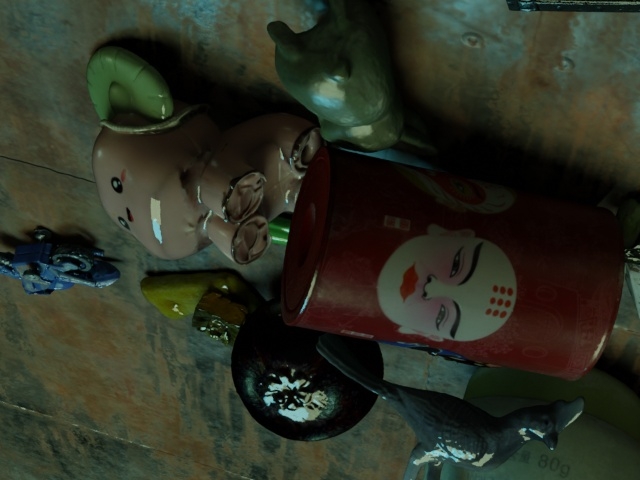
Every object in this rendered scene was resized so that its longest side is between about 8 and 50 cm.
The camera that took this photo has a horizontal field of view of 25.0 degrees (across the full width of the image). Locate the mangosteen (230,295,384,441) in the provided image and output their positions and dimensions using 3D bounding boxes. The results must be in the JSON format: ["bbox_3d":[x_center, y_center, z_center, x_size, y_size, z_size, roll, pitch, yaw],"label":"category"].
[{"bbox_3d":[-0.012,0.175,2.034,0.216,0.216,0.216,14,152,8],"label":"mangosteen"}]

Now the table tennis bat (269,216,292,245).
[{"bbox_3d":[0.000,0.000,1.874,0.257,0.039,0.160,13,152,-1],"label":"table tennis bat"}]

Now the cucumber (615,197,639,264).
[{"bbox_3d":[0.439,0.007,1.582,0.241,0.074,0.074,11,151,9],"label":"cucumber"}]

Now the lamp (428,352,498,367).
[{"bbox_3d":[0.189,0.087,1.816,0.182,0.140,0.182,16,170,3],"label":"lamp"}]

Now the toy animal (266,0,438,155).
[{"bbox_3d":[0.042,-0.144,1.501,0.125,0.127,0.251,-2,149,28],"label":"toy animal"}]

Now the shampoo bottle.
[{"bbox_3d":[0.300,0.339,1.989,0.322,0.317,0.322,14,151,8],"label":"shampoo bottle"}]

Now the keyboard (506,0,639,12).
[{"bbox_3d":[0.265,-0.231,1.323,0.204,0.013,0.061,5,149,24],"label":"keyboard"}]

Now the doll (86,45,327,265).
[{"bbox_3d":[-0.157,-0.090,1.690,0.268,0.216,0.284,31,143,31],"label":"doll"}]

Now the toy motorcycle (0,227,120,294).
[{"bbox_3d":[-0.403,0.040,2.151,0.205,0.076,0.114,-5,152,34],"label":"toy motorcycle"}]

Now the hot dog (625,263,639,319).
[{"bbox_3d":[0.407,0.054,1.704,0.099,0.053,0.192,2,145,27],"label":"hot dog"}]

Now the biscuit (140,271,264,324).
[{"bbox_3d":[-0.161,0.102,2.143,0.183,0.039,0.174,-1,146,30],"label":"biscuit"}]

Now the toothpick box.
[{"bbox_3d":[0.141,0.027,1.593,0.333,0.204,0.204,11,153,-11],"label":"toothpick box"}]

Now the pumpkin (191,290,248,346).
[{"bbox_3d":[-0.146,0.116,2.069,0.074,0.054,0.083,22,154,2],"label":"pumpkin"}]

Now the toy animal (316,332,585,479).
[{"bbox_3d":[0.150,0.255,1.852,0.367,0.206,0.081,13,-173,27],"label":"toy animal"}]
